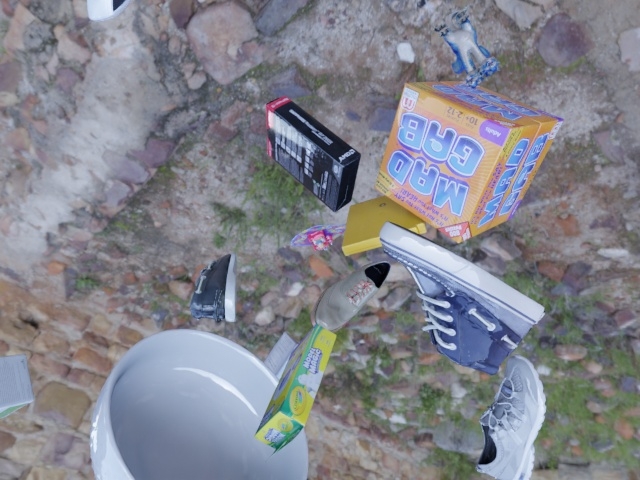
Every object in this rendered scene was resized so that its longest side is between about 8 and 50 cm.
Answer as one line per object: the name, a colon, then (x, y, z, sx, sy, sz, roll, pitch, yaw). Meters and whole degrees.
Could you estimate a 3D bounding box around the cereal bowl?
cereal bowl: (-0.191, 0.311, 0.655, 0.338, 0.339, 0.141, 32, 112, -24)

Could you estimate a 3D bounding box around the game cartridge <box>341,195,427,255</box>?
game cartridge: (0.228, -0.075, 1.498, 0.285, 0.324, 0.053, -15, 118, 18)

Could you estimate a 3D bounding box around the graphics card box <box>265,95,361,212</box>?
graphics card box: (-0.036, -0.292, 1.423, 0.371, 0.094, 0.233, 43, 151, 23)

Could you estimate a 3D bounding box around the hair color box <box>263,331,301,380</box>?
hair color box: (-0.154, 0.472, 1.244, 0.113, 0.375, 0.185, 38, 170, -12)

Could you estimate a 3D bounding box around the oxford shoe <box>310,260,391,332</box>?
oxford shoe: (0.100, 0.160, 1.318, 0.123, 0.348, 0.130, 47, 138, 2)

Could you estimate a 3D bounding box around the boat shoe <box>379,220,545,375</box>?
boat shoe: (0.208, 0.107, 0.683, 0.340, 0.127, 0.158, 28, 97, -20)

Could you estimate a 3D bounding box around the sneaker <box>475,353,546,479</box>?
sneaker: (0.413, 0.393, 0.928, 0.115, 0.282, 0.105, 9, 173, -3)

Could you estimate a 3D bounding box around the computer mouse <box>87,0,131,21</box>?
computer mouse: (-0.321, -0.432, 0.683, 0.105, 0.193, 0.042, 8, 152, 20)

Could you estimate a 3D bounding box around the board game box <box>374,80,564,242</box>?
board game box: (0.455, -0.270, 1.336, 0.356, 0.356, 0.357, 39, 131, 33)

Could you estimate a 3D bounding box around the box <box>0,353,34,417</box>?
box: (-0.637, 0.290, 0.815, 0.101, 0.102, 0.087, -29, 162, 19)

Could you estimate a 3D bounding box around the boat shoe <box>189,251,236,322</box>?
boat shoe: (-0.235, 0.093, 0.943, 0.091, 0.115, 0.302, 1, -172, -11)

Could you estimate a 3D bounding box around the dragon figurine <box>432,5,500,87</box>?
dragon figurine: (0.335, -0.449, 0.976, 0.085, 0.289, 0.144, -27, 116, 23)

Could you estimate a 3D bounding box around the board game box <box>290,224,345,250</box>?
board game box: (0.000, 0.000, 1.221, 0.168, 0.033, 0.133, -3, 156, -39)

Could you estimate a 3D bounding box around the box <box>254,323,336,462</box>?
box: (-0.038, 0.220, 0.613, 0.043, 0.179, 0.105, 30, 130, -5)
